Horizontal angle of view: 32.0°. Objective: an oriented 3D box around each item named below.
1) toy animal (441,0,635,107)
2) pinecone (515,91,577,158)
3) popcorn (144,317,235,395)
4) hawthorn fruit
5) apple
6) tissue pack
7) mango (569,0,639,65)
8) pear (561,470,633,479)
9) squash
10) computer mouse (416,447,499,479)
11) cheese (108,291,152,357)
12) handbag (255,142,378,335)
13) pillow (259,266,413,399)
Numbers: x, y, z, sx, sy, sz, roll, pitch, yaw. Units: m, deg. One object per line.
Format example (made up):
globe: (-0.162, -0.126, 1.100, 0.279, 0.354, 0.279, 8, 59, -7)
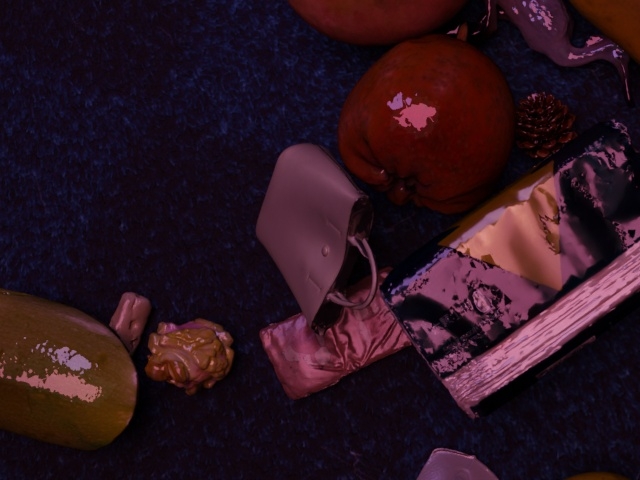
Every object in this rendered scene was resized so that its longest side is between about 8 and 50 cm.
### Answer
toy animal: (0.356, -0.335, 1.766, 0.324, 0.090, 0.195, 13, 100, 19)
pinecone: (0.343, -0.179, 1.740, 0.102, 0.109, 0.102, -26, 45, 30)
popcorn: (-0.214, 0.188, 1.839, 0.145, 0.126, 0.126, 14, 76, -3)
hawthorn fruit: (0.178, -0.199, 1.717, 0.276, 0.277, 0.298, 16, 78, 17)
apple: (0.082, -0.487, 1.715, 0.363, 0.364, 0.364, -2, 82, 15)
tissue pack: (0.322, 0.040, 1.629, 0.416, 0.264, 0.253, -36, 86, 8)
mango: (0.507, -0.398, 1.654, 0.301, 0.220, 0.445, -17, 71, -16)
pear: (0.406, 0.429, 1.612, 0.198, 0.198, 0.198, -2, 82, 15)
squash: (-0.438, 0.226, 1.881, 0.308, 0.210, 0.234, 13, 88, 4)
computer mouse: (0.184, 0.435, 1.724, 0.127, 0.079, 0.231, 24, 86, 14)
cheese: (-0.345, 0.182, 1.904, 0.043, 0.065, 0.194, 22, 91, 59)
handbag: (0.000, 0.000, 1.704, 0.109, 0.315, 0.241, 6, 118, -22)
pillow: (0.035, 0.152, 1.813, 0.248, 0.049, 0.135, -28, 78, 6)
